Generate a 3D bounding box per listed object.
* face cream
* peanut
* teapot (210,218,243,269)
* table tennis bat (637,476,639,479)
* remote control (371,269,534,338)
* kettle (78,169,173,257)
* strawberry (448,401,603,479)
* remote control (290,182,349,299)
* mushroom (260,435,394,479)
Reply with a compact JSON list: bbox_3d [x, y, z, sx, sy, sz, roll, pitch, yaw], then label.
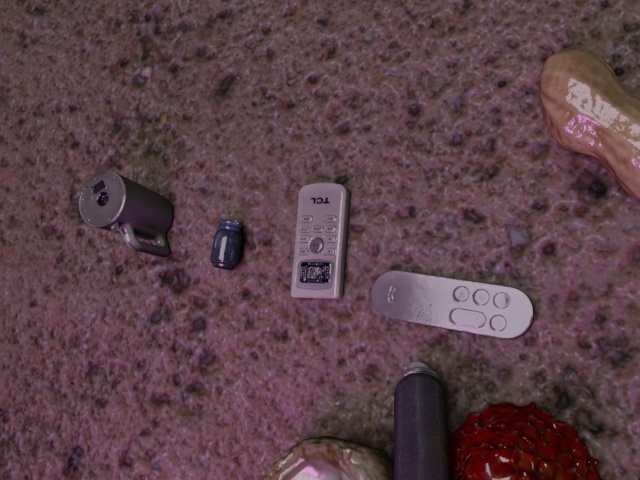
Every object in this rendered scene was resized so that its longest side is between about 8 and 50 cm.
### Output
[{"bbox_3d":[0.133,0.267,1.005,0.073,0.073,0.283,-23,28,19],"label":"face cream"},{"bbox_3d":[0.390,-0.152,1.030,0.123,0.123,0.256,-41,70,13],"label":"peanut"},{"bbox_3d":[-0.158,0.008,1.295,0.049,0.063,0.083,10,80,-5],"label":"teapot"},{"bbox_3d":[0.456,0.230,0.903,0.329,0.044,0.215,-60,17,24],"label":"table tennis bat"},{"bbox_3d":[0.190,0.094,1.123,0.245,0.022,0.077,8,82,26],"label":"remote control"},{"bbox_3d":[-0.324,-0.048,1.322,0.127,0.148,0.098,33,92,28],"label":"kettle"},{"bbox_3d":[0.228,0.315,0.980,0.234,0.178,0.234,-9,70,26],"label":"strawberry"},{"bbox_3d":[0.000,0.000,1.226,0.087,0.029,0.190,1,80,25],"label":"remote control"},{"bbox_3d":[0.049,0.365,1.052,0.267,0.190,0.164,-9,61,47],"label":"mushroom"}]
